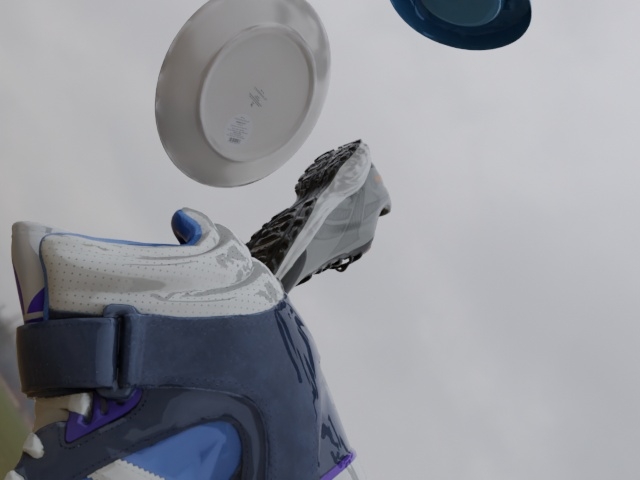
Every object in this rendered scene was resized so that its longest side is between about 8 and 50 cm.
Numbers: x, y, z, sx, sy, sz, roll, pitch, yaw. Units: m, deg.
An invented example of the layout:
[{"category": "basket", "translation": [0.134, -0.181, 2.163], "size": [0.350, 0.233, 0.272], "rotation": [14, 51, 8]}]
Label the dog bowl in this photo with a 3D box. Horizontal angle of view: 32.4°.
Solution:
[{"category": "dog bowl", "translation": [0.135, -0.329, 1.175], "size": [0.166, 0.074, 0.297], "rotation": [5, -30, 32]}]

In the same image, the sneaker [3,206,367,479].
[{"category": "sneaker", "translation": [-0.150, 0.115, 0.602], "size": [0.236, 0.323, 0.130], "rotation": [62, -19, 2]}]

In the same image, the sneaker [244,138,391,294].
[{"category": "sneaker", "translation": [0.000, 0.000, 1.178], "size": [0.100, 0.271, 0.108], "rotation": [-19, -66, 46]}]

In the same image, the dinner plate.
[{"category": "dinner plate", "translation": [-0.045, -0.098, 0.724], "size": [0.017, 0.141, 0.141], "rotation": [35, -28, 43]}]
